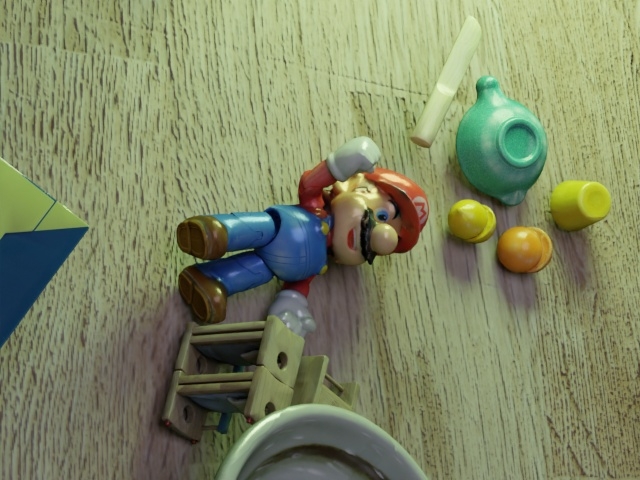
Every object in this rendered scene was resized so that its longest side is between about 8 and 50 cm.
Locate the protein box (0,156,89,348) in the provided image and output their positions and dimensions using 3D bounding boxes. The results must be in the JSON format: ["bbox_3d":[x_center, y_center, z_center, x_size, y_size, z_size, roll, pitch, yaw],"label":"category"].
[{"bbox_3d":[-0.378,0.047,1.894,0.136,0.201,0.200,39,58,-10],"label":"protein box"}]

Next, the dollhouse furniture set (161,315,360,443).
[{"bbox_3d":[-0.066,0.189,2.077,0.183,0.129,0.129,42,52,-44],"label":"dollhouse furniture set"}]

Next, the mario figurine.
[{"bbox_3d":[0.000,0.000,2.128,0.320,0.198,0.170,-18,68,-28],"label":"mario figurine"}]

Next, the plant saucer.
[{"bbox_3d":[0.001,0.380,1.941,0.400,0.100,0.400,25,53,-38],"label":"plant saucer"}]

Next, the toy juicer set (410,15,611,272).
[{"bbox_3d":[0.215,-0.100,2.348,0.209,0.089,0.329,-44,103,-20],"label":"toy juicer set"}]
